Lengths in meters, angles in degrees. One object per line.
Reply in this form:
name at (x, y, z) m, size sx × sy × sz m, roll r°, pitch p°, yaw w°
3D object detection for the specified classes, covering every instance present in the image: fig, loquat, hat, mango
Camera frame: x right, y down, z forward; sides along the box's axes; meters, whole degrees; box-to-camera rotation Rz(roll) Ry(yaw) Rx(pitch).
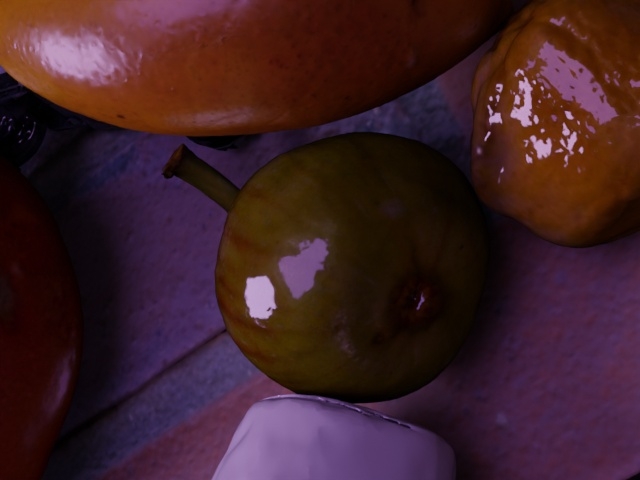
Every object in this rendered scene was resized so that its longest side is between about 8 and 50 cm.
fig at (0.001, 0.014, 0.616) m, size 0.186 × 0.148 × 0.142 m, roll 172°, pitch 104°, yaw -67°
loquat at (0.132, -0.061, 0.552) m, size 0.137 × 0.113 × 0.137 m, roll 8°, pitch 108°, yaw 24°
hat at (0.003, 0.153, 0.571) m, size 0.203 × 0.203 × 0.126 m, roll -1°, pitch 62°, yaw 33°
mango at (-0.044, -0.132, 0.584) m, size 0.257 × 0.138 × 0.187 m, roll -24°, pitch 62°, yaw -6°

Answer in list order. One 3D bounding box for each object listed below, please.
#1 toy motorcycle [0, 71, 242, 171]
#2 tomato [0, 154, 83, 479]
toy motorcycle at (-0.130, -0.131, 0.747) m, size 0.263 × 0.091 × 0.157 m, roll -6°, pitch 71°, yaw 31°
tomato at (-0.325, 0.058, 0.715) m, size 0.293 × 0.290 × 0.325 m, roll 11°, pitch 104°, yaw 34°
